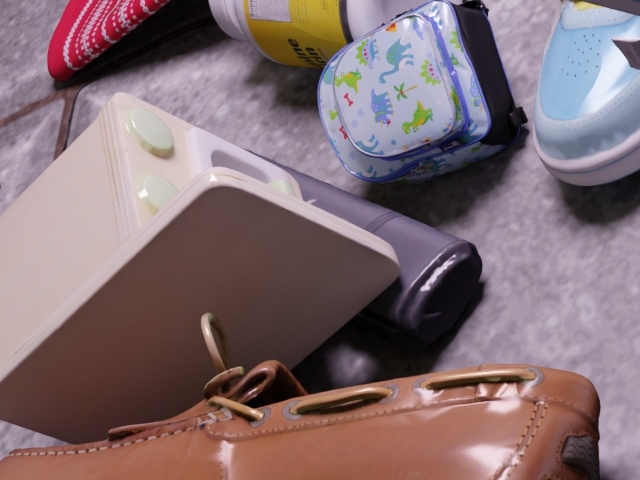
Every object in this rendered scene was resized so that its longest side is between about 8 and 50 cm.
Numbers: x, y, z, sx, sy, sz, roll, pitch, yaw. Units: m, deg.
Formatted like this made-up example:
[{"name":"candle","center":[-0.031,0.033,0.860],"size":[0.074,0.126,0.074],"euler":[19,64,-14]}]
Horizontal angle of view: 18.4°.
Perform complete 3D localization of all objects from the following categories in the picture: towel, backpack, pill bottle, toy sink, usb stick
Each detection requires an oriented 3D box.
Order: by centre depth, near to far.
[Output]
[{"name":"toy sink","center":[-0.090,0.011,1.199],"size":[0.234,0.153,0.131],"euler":[-42,43,29]},{"name":"backpack","center":[0.054,-0.090,1.246],"size":[0.114,0.084,0.105],"euler":[-26,75,33]},{"name":"usb stick","center":[0.000,0.000,1.265],"size":[0.077,0.045,0.278],"euler":[-53,36,-9]},{"name":"pill bottle","center":[0.006,-0.170,1.375],"size":[0.184,0.103,0.103],"euler":[12,64,50]},{"name":"towel","center":[-0.123,-0.251,1.581],"size":[0.275,0.031,0.199],"euler":[-29,37,49]}]

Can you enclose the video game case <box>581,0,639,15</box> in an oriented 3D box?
[{"name":"video game case","center":[0.267,-0.175,0.815],"size":[0.300,0.036,0.329],"euler":[21,50,39]}]

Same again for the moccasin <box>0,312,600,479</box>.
[{"name":"moccasin","center":[-0.026,0.126,1.089],"size":[0.380,0.139,0.147],"euler":[-13,46,36]}]

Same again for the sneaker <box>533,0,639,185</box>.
[{"name":"sneaker","center":[0.164,-0.206,1.165],"size":[0.127,0.208,0.319],"euler":[-2,54,42]}]

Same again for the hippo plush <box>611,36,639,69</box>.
[{"name":"hippo plush","center":[0.327,-0.117,0.972],"size":[0.294,0.234,0.236],"euler":[10,31,32]}]
